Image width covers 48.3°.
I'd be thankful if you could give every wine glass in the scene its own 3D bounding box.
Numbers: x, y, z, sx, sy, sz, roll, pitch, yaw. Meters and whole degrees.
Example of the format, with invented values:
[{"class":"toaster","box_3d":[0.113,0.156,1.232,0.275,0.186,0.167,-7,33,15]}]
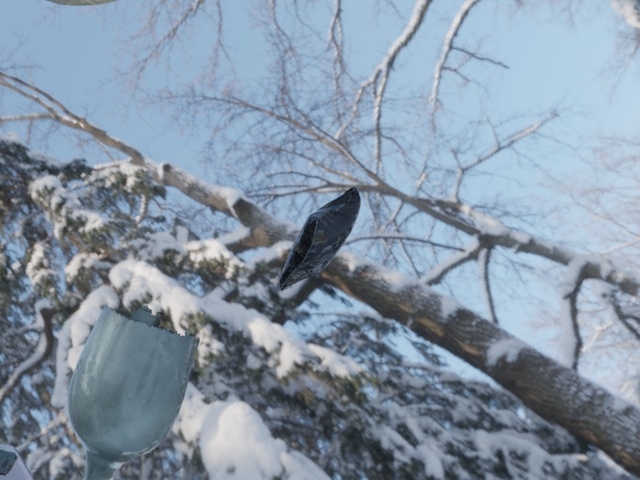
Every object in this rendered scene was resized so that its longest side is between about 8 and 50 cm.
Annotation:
[{"class":"wine glass","box_3d":[-0.249,0.235,0.836,0.143,0.143,0.321,24,-91,-45]}]

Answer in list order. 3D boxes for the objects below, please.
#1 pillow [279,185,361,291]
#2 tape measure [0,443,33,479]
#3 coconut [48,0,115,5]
[{"class":"pillow","box_3d":[0.000,0.001,0.921,0.090,0.048,0.150,-16,-30,-36]},{"class":"tape measure","box_3d":[-0.295,0.240,0.595,0.105,0.178,0.196,-58,-34,-51]},{"class":"coconut","box_3d":[-0.252,-0.442,0.698,0.346,0.361,0.346,-14,-23,-6]}]
